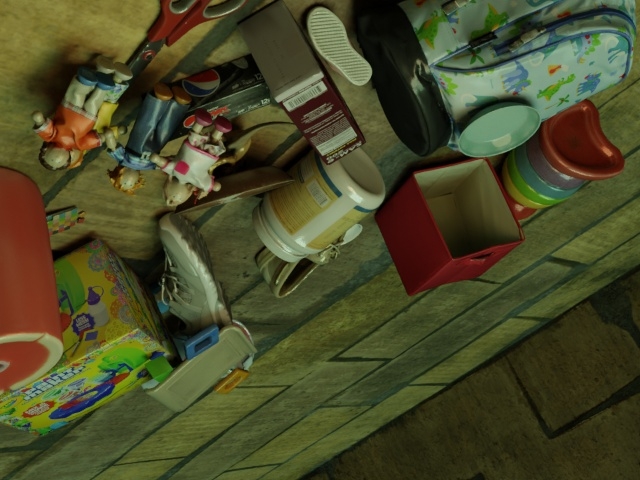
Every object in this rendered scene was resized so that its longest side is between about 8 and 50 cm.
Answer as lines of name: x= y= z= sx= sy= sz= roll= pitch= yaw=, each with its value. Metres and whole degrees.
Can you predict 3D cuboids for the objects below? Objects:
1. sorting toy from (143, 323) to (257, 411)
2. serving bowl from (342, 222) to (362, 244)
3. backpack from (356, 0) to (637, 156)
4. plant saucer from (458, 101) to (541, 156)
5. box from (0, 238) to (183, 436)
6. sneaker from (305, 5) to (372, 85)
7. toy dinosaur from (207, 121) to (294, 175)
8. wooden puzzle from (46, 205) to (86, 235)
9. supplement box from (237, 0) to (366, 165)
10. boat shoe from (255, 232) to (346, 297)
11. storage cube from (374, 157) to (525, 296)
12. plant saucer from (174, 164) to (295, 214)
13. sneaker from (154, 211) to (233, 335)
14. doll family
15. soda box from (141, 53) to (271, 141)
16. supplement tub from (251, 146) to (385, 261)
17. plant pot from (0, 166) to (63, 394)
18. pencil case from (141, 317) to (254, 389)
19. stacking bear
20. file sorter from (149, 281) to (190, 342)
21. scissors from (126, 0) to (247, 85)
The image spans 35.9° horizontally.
sorting toy: x=-0.217 y=0.223 z=1.768 sx=0.196 sy=0.047 sz=0.348 roll=-37 pitch=159 yaw=-6
serving bowl: x=0.040 y=-0.020 z=1.960 sx=0.083 sy=0.027 sz=0.083 roll=-21 pitch=156 yaw=-10
backpack: x=0.267 y=-0.279 z=1.407 sx=0.355 sy=0.273 sz=0.290 roll=-36 pitch=151 yaw=-7
plant saucer: x=0.245 y=-0.158 z=1.365 sx=0.119 sy=0.021 sz=0.119 roll=-13 pitch=153 yaw=-7
box: x=-0.428 y=0.173 z=1.670 sx=0.290 sy=0.177 sz=0.279 roll=-28 pitch=160 yaw=-1
sneaker: x=0.015 y=-0.274 z=1.369 sx=0.051 sy=0.070 sz=0.134 roll=-43 pitch=125 yaw=1
toy dinosaur: x=-0.125 y=-0.148 z=1.477 sx=0.112 sy=0.064 sz=0.211 roll=-24 pitch=177 yaw=-21
wooden puzzle: x=-0.394 y=-0.029 z=1.503 sx=0.083 sy=0.006 sz=0.049 roll=-23 pitch=156 yaw=-29
supplement box: x=-0.020 y=-0.211 z=1.359 sx=0.073 sy=0.130 sz=0.239 roll=-29 pitch=158 yaw=6
boat shoe: x=0.000 y=0.000 z=1.870 sx=0.302 sy=0.098 sz=0.109 roll=-40 pitch=154 yaw=29
storage cube: x=0.249 y=-0.028 z=1.938 sx=0.183 sy=0.215 sz=0.193 roll=-14 pitch=161 yaw=-28
plant saucer: x=-0.139 y=-0.083 z=1.557 sx=0.198 sy=0.036 sz=0.198 roll=-15 pitch=-179 yaw=0
sneaker: x=-0.236 y=0.076 z=1.695 sx=0.115 sy=0.105 sz=0.281 roll=-17 pitch=130 yaw=-1
doll family: x=-0.250 y=-0.135 z=1.268 sx=0.263 sy=0.118 sz=0.163 roll=18 pitch=119 yaw=-32
soda box: x=-0.155 y=-0.194 z=1.352 sx=0.169 sy=0.053 sz=0.060 roll=-22 pitch=156 yaw=-9
supplement tub: x=-0.005 y=-0.067 z=1.662 sx=0.199 sy=0.144 sz=0.144 roll=-38 pitch=154 yaw=27
plant pot: x=-0.480 y=0.074 z=1.345 sx=0.275 sy=0.243 sz=0.275 roll=-22 pitch=158 yaw=-10
pencil case: x=-0.259 y=0.241 z=2.006 sx=0.273 sy=0.124 sz=0.113 roll=-23 pitch=179 yaw=40
stacking bear: x=0.438 y=-0.134 z=1.983 sx=0.164 sy=0.175 sz=0.289 roll=-15 pitch=163 yaw=-28
file sorter: x=-0.285 y=0.144 z=1.877 sx=0.170 sy=0.104 sz=0.118 roll=-29 pitch=158 yaw=7
scissors: x=-0.212 y=-0.249 z=1.227 sx=0.297 sy=0.021 sz=0.109 roll=-33 pitch=158 yaw=19
